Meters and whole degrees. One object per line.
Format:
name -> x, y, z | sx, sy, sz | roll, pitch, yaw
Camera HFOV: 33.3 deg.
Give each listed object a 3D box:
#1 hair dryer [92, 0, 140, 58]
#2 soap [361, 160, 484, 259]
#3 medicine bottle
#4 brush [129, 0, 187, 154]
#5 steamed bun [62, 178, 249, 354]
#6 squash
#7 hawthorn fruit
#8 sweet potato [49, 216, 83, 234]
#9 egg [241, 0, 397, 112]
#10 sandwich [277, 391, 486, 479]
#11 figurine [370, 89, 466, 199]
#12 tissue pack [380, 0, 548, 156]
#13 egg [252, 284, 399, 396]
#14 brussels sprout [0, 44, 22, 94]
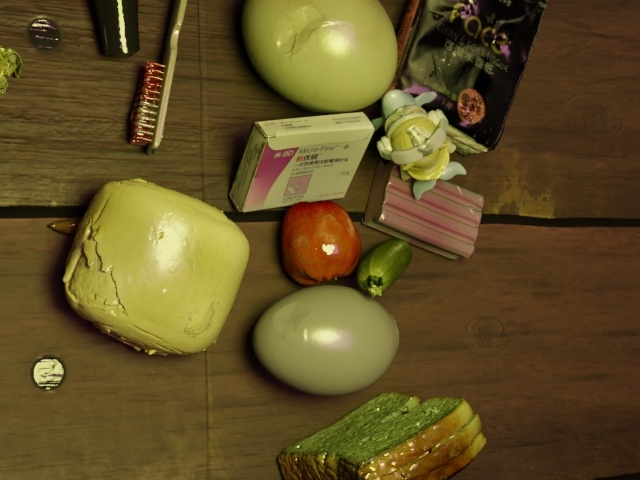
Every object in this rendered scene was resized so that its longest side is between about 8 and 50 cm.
hair dryer -> -0.428, -0.415, 1.560 | 0.360, 0.120, 0.303 | -5, 103, -19
soap -> 0.181, -0.051, 1.853 | 0.203, 0.065, 0.122 | 22, 74, -26
medicine bottle -> -0.031, -0.127, 1.692 | 0.201, 0.171, 0.052 | -9, 53, -31
brush -> -0.245, -0.293, 1.649 | 0.050, 0.060, 0.320 | 13, 80, -16
steamed bun -> -0.225, 0.048, 1.560 | 0.273, 0.166, 0.232 | 30, 72, -30
squash -> 0.099, 0.043, 1.739 | 0.066, 0.066, 0.252 | 70, 20, -6
hawthorn fruit -> 0.000, 0.000, 1.716 | 0.133, 0.133, 0.137 | -11, 81, -29
sweet potato -> -0.345, -0.025, 1.589 | 0.115, 0.026, 0.026 | -9, 90, -31
egg -> -0.003, -0.318, 1.685 | 0.269, 0.219, 0.219 | 39, 64, 16
sandwich -> 0.103, 0.325, 1.663 | 0.249, 0.273, 0.095 | -25, 98, -30
figurine -> 0.157, -0.159, 1.729 | 0.128, 0.184, 0.208 | -30, 120, 9
tissue pack -> 0.248, -0.344, 1.885 | 0.245, 0.123, 0.332 | 28, 73, -26
egg -> 0.005, 0.156, 1.677 | 0.232, 0.176, 0.176 | 9, 81, -25
brussels sprout -> -0.469, -0.240, 1.524 | 0.085, 0.058, 0.085 | -29, 125, -52
